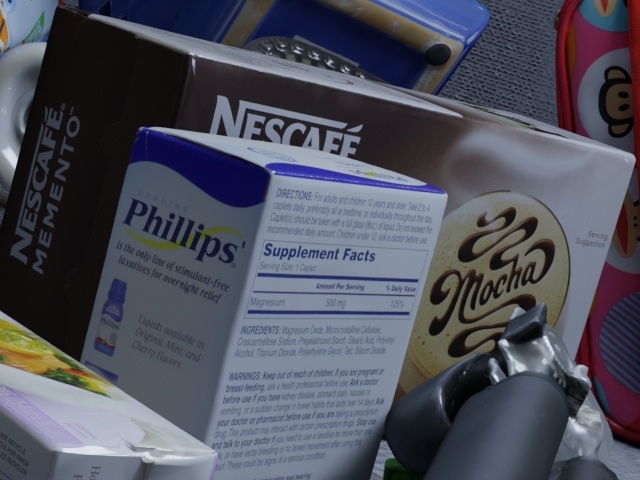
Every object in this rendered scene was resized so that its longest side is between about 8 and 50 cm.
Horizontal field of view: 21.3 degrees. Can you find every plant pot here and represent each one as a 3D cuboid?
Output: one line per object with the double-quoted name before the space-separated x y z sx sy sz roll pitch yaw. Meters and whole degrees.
"plant pot" -0.024 -0.170 1.284 0.236 0.236 0.212 22 31 -27

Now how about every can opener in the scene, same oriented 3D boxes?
"can opener" 0.058 0.099 0.632 0.076 0.095 0.283 58 21 -4

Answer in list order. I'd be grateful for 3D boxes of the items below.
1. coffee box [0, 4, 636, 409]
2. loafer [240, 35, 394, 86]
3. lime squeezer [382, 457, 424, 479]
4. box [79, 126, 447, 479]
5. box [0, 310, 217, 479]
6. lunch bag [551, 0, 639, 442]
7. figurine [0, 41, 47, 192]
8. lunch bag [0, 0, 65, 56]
"coffee box" 0.000 0.000 0.850 0.297 0.168 0.119 10 10 -40
"loafer" 0.071 -0.020 1.220 0.366 0.130 0.134 28 44 -18
"lime squeezer" 0.176 0.143 0.700 0.310 0.059 0.110 23 43 35
"box" -0.025 0.031 0.697 0.072 0.137 0.126 21 10 34
"box" -0.157 0.044 0.612 0.063 0.067 0.324 10 10 -42
"lunch bag" 0.244 -0.026 1.007 0.258 0.293 0.120 -5 -2 26
"figurine" -0.235 -0.078 1.086 0.215 0.092 0.209 -2 5 -7
"lunch bag" -0.332 -0.170 1.276 0.243 0.115 0.303 -11 9 8
